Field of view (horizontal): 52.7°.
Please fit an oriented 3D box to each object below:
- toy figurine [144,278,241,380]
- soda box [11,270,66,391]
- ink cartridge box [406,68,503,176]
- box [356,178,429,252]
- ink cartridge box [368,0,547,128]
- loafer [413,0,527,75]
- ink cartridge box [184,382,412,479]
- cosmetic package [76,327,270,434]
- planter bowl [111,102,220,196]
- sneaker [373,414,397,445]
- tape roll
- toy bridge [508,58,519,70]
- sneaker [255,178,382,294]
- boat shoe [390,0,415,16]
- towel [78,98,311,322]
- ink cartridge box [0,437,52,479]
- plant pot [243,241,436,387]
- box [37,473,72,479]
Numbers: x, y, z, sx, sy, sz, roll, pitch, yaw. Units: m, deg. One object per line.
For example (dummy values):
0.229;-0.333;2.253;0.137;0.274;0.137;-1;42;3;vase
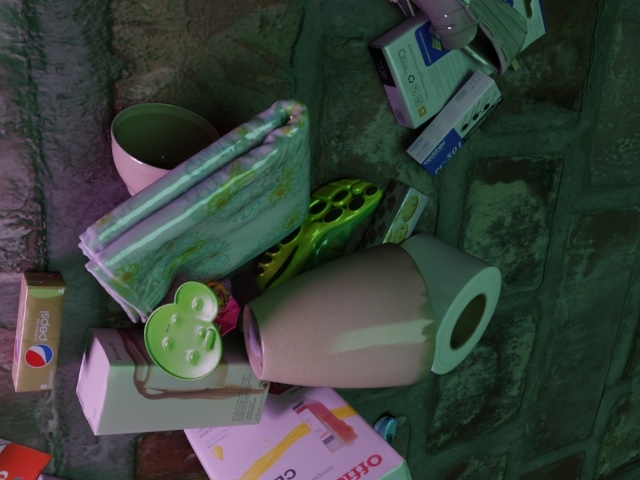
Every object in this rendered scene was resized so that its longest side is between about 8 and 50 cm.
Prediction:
-0.184;0.115;1.050;0.130;0.159;0.173;24;112;7;toy figurine
-0.444;0.142;1.017;0.058;0.061;0.182;3;108;-32;soda box
0.266;-0.228;1.273;0.207;0.046;0.097;-48;153;10;ink cartridge box
0.114;0.035;1.322;0.067;0.063;0.324;24;96;-37;box
0.274;-0.390;1.246;0.370;0.069;0.176;-36;123;-12;ink cartridge box
0.245;-0.390;1.125;0.319;0.112;0.112;18;90;-34;loafer
-0.045;0.414;1.179;0.279;0.384;0.161;-29;122;-19;ink cartridge box
-0.250;0.238;1.125;0.296;0.153;0.129;6;105;-35;cosmetic package
-0.242;-0.119;0.991;0.162;0.162;0.109;-6;138;-30;planter bowl
0.158;0.495;1.530;0.063;0.073;0.162;13;92;-36;sneaker
0.235;0.127;1.329;0.246;0.169;0.246;-31;136;-36;tape roll
0.339;-0.320;1.340;0.188;0.026;0.063;-50;126;-5;toy bridge
0.000;0.000;1.227;0.295;0.109;0.123;-45;144;-7;sneaker
0.128;-0.451;1.144;0.043;0.049;0.137;-19;133;25;boat shoe
-0.166;-0.024;0.996;0.374;0.090;0.320;-37;167;-14;towel
-0.585;0.399;1.042;0.232;0.066;0.189;39;87;-33;ink cartridge box
0.014;0.147;1.111;0.273;0.256;0.257;-8;114;-19;plant pot
-0.458;0.514;1.179;0.186;0.038;0.145;32;91;-36;box
